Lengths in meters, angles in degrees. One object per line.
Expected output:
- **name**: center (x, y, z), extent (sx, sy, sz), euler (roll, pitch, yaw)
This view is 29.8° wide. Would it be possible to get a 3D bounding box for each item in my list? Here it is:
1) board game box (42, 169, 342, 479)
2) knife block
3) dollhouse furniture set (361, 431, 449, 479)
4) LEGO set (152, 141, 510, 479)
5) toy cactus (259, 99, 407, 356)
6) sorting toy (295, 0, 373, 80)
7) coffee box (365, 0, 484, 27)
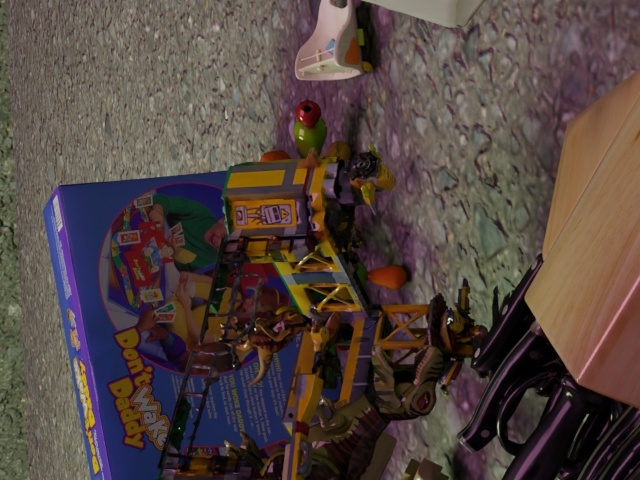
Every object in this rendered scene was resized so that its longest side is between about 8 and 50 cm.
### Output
- **board game box**: center (-0.107, 0.112, 1.117), extent (0.078, 0.233, 0.347), euler (144, 116, -62)
- **knife block**: center (0.167, 0.033, 0.557), extent (0.276, 0.088, 0.242), euler (138, 150, -60)
- **dollhouse furniture set**: center (0.044, 0.248, 0.925), extent (0.151, 0.144, 0.123), euler (24, 132, 9)
- **LEGO set**: center (0.044, 0.105, 0.707), extent (0.331, 0.192, 0.255), euler (-74, -27, -42)
- **toy cactus**: center (0.000, 0.000, 1.047), extent (0.180, 0.112, 0.218), euler (121, 136, -81)
- **sorting toy**: center (0.015, -0.176, 1.009), extent (0.083, 0.045, 0.075), euler (179, 91, -66)
- **coffee box**: center (-0.001, -0.358, 0.524), extent (0.338, 0.338, 0.334), euler (130, 152, -59)
